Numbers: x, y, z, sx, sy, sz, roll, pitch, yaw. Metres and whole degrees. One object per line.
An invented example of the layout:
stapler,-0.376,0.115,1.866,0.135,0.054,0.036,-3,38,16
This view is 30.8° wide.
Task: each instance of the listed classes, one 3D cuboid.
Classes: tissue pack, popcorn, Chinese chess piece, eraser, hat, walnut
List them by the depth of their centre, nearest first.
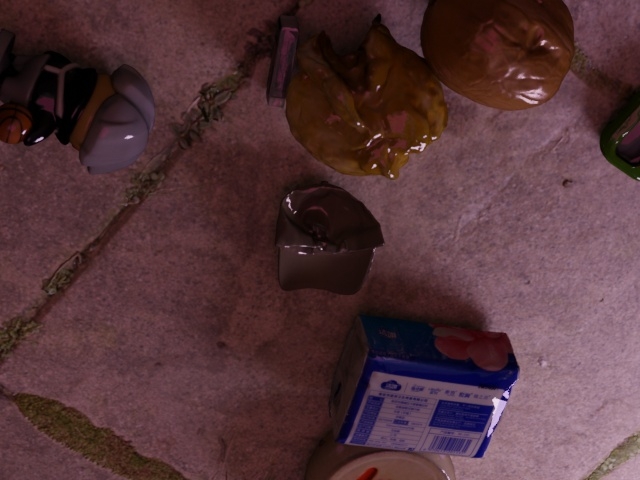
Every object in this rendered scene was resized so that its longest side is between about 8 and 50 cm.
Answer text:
walnut,0.243,-0.280,1.591,0.226,0.193,0.193,18,117,-28
popcorn,0.058,-0.187,1.626,0.190,0.191,0.253,-27,118,40
eraser,-0.054,-0.253,1.644,0.029,0.052,0.122,6,119,-10
hat,0.000,0.000,1.804,0.166,0.144,0.173,3,163,-11
tissue pack,0.164,0.240,1.915,0.270,0.137,0.209,8,118,-15
Chinese chess piece,0.103,0.431,2.035,0.273,0.102,0.273,-3,120,-5

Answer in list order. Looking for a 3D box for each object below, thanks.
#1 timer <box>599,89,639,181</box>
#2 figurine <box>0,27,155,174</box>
timer,0.501,-0.163,1.766,0.128,0.047,0.140,30,113,-23
figurine,-0.345,-0.182,1.587,0.236,0.176,0.133,20,144,-13
